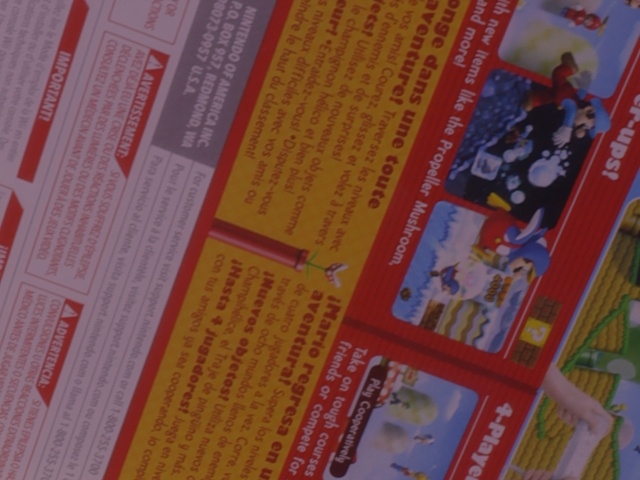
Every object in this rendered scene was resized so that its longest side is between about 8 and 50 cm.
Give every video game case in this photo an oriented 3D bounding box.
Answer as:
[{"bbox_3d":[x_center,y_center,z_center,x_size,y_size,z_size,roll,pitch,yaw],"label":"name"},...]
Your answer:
[{"bbox_3d":[0.000,0.000,0.440,0.285,0.025,0.204,21,111,-2],"label":"video game case"}]
